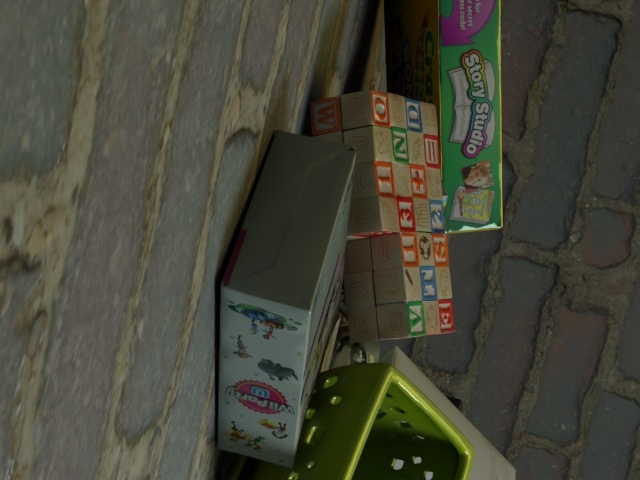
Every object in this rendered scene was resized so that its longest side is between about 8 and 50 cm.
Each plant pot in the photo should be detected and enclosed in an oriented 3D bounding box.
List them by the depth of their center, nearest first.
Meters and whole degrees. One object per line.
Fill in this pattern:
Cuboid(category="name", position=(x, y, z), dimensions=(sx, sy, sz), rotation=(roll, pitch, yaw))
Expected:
Cuboid(category="plant pot", position=(0.022, 0.288, 1.475), dimensions=(0.228, 0.207, 0.227), rotation=(48, 56, -39))

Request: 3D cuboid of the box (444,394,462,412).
Cuboid(category="box", position=(0.067, 0.540, 2.278), dimensions=(0.480, 0.297, 0.472), rotation=(84, 21, -69))

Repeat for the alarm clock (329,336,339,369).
Cuboid(category="alarm clock", position=(-0.011, 0.177, 1.769), dimensions=(0.129, 0.064, 0.192), rotation=(5, -97, 66))

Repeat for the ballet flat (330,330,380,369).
Cuboid(category="ballet flat", position=(0.026, 0.225, 1.669), dimensions=(0.068, 0.072, 0.213), rotation=(16, 86, -57))

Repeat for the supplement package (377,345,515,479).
Cuboid(category="supplement package", position=(0.132, 0.338, 1.818), dimensions=(0.177, 0.293, 0.175), rotation=(-34, -160, 27))

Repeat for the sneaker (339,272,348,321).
Cuboid(category="sneaker", position=(0.043, 0.023, 1.637), dimensions=(0.271, 0.100, 0.108), rotation=(66, 17, -52))

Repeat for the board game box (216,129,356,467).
Cuboid(category="board game box", position=(-0.038, 0.069, 1.321), dimensions=(0.303, 0.097, 0.224), rotation=(95, 10, -49))

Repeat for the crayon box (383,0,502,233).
Cuboid(category="crayon box", position=(0.183, -0.219, 1.875), dimensions=(0.313, 0.106, 0.363), rotation=(-130, -144, -74))

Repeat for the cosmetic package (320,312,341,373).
Cuboid(category="cosmetic package", position=(-0.039, 0.207, 1.650), dimensions=(0.117, 0.085, 0.231), rotation=(-32, 133, -81))

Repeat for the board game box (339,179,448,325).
Cuboid(category="board game box", position=(0.087, -0.017, 1.827), dimensions=(0.275, 0.142, 0.144), rotation=(95, -17, -51))

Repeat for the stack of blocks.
Cuboid(category="stack of blocks", position=(0.079, -0.026, 1.515), dimensions=(0.171, 0.087, 0.297), rotation=(1, 83, -58))

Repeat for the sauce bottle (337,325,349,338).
Cuboid(category="sauce bottle", position=(0.010, 0.221, 1.989), dimensions=(0.111, 0.111, 0.344), rotation=(94, 11, -54))
